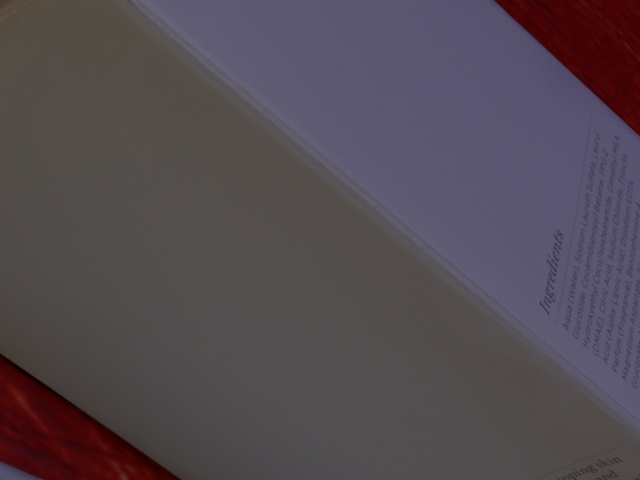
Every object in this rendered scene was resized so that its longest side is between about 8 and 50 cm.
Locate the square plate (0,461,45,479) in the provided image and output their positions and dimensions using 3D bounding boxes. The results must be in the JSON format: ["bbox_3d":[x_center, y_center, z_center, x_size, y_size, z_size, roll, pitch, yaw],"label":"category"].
[{"bbox_3d":[-0.089,0.224,0.660,0.344,0.049,0.347,30,41,-35],"label":"square plate"}]

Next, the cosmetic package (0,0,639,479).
[{"bbox_3d":[0.000,0.000,0.793,0.385,0.217,0.156,42,44,-26],"label":"cosmetic package"}]
